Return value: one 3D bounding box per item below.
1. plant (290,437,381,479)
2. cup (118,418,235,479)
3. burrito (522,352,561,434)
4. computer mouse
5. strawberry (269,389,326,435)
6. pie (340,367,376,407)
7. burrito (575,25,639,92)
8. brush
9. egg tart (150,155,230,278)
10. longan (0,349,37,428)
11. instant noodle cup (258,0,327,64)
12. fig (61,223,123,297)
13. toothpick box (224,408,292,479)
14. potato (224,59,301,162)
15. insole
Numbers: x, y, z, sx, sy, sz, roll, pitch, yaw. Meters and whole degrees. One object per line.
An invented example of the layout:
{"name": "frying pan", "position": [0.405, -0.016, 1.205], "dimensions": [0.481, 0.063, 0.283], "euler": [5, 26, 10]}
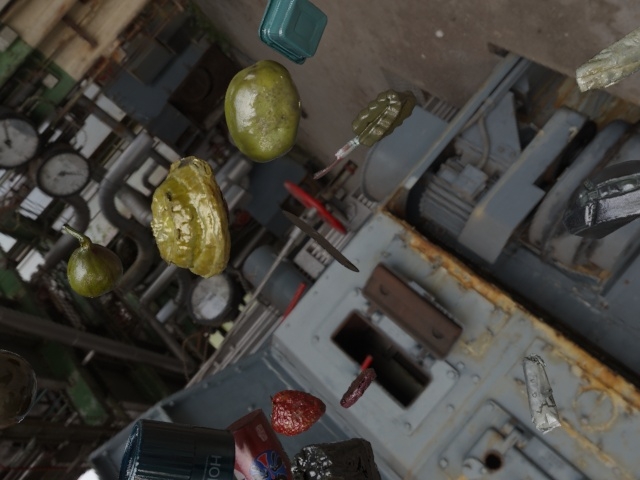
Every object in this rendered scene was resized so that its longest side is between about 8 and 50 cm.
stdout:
{"name": "plant", "position": [0.041, 0.515, 1.191], "dimensions": [0.256, 0.164, 0.142], "euler": [36, -153, -50]}
{"name": "cup", "position": [-0.447, 0.704, 1.663], "dimensions": [0.292, 0.308, 0.242], "euler": [20, -176, -23]}
{"name": "burrito", "position": [0.544, 0.373, 1.363], "dimensions": [0.064, 0.064, 0.203], "euler": [41, -143, -33]}
{"name": "computer mouse", "position": [0.490, -0.071, 0.946], "dimensions": [0.062, 0.106, 0.192], "euler": [17, 151, -23]}
{"name": "strawberry", "position": [-0.068, 0.463, 1.491], "dimensions": [0.131, 0.148, 0.131], "euler": [29, -135, -33]}
{"name": "pie", "position": [0.113, 0.437, 1.631], "dimensions": [0.038, 0.153, 0.153], "euler": [40, 178, 4]}
{"name": "burrito", "position": [0.455, -0.275, 0.777], "dimensions": [0.058, 0.229, 0.063], "euler": [55, 179, -9]}
{"name": "brush", "position": [0.079, -0.207, 1.150], "dimensions": [0.084, 0.301, 0.071], "euler": [-18, -105, -46]}
{"name": "egg tart", "position": [-0.301, -0.047, 1.221], "dimensions": [0.115, 0.290, 0.290], "euler": [-13, -145, -34]}
{"name": "longan", "position": [-0.787, 0.357, 1.331], "dimensions": [0.198, 0.198, 0.212], "euler": [39, 142, 35]}
{"name": "instant noodle cup", "position": [-0.058, -0.542, 1.388], "dimensions": [0.070, 0.157, 0.179], "euler": [26, -173, 38]}
{"name": "fig", "position": [-0.612, 0.058, 1.493], "dimensions": [0.142, 0.186, 0.148], "euler": [-11, -134, -36]}
{"name": "toothpick box", "position": [-0.218, 0.816, 2.016], "dimensions": [0.333, 0.204, 0.204], "euler": [59, 180, 4]}
{"name": "potato", "position": [-0.140, -0.321, 1.373], "dimensions": [0.148, 0.197, 0.228], "euler": [-91, -23, -67]}
{"name": "insole", "position": [0.000, 0.001, 1.152], "dimensions": [0.232, 0.003, 0.080], "euler": [41, -165, 33]}
